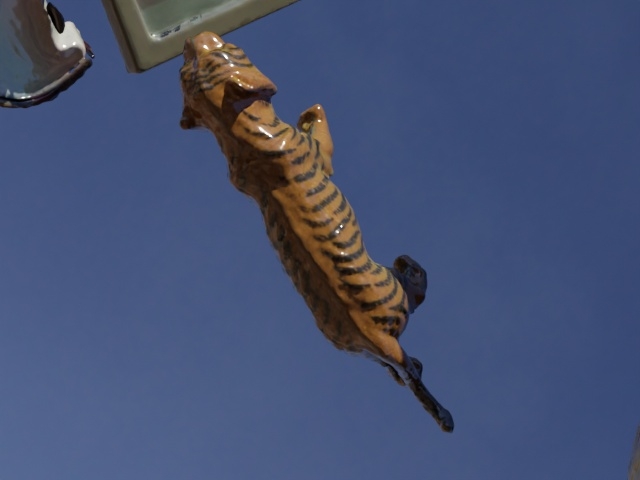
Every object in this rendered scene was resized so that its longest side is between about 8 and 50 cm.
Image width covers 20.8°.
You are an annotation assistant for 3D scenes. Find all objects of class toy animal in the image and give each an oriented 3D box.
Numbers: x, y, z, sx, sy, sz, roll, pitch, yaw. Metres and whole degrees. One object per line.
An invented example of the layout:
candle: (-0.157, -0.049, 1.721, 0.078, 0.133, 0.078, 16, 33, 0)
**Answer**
toy animal: (0.000, 0.000, 0.900, 0.056, 0.099, 0.241, -32, -94, 16)
toy animal: (-0.163, -0.103, 0.783, 0.124, 0.085, 0.071, 34, -12, 42)

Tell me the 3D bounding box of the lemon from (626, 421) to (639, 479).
lemon: (0.282, 0.155, 1.017, 0.204, 0.204, 0.260, 0, -65, 49)

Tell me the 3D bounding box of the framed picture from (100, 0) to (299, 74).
framed picture: (-0.024, -0.229, 0.961, 0.018, 0.265, 0.192, 13, -52, 62)
